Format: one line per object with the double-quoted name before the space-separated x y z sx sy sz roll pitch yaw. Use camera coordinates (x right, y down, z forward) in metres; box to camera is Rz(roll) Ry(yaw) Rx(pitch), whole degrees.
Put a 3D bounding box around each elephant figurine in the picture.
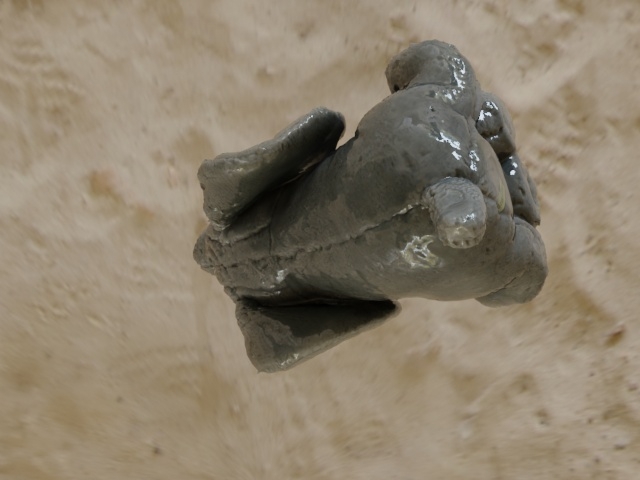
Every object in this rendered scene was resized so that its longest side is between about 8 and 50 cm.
"elephant figurine" 0.000 0.000 0.970 0.239 0.186 0.169 -19 56 18
